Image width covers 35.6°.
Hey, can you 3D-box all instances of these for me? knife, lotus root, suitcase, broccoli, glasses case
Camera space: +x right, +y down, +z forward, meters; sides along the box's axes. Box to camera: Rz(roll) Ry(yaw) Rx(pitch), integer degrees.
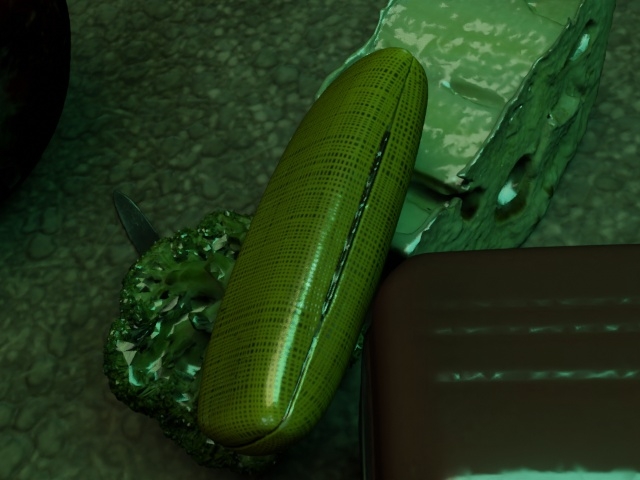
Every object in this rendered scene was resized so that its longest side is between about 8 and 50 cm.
[{"bbox_3d":[-0.115,0.016,0.710,0.023,0.010,0.170,-32,53,-7],"label":"knife"},{"bbox_3d":[0.090,-0.076,0.643,0.119,0.138,0.235,26,68,35],"label":"lotus root"},{"bbox_3d":[0.166,0.119,0.439,0.297,0.161,0.236,-2,47,2],"label":"suitcase"},{"bbox_3d":[-0.050,0.051,0.598,0.146,0.138,0.162,38,57,-5],"label":"broccoli"},{"bbox_3d":[0.000,0.000,0.514,0.079,0.064,0.234,-28,36,54],"label":"glasses case"}]

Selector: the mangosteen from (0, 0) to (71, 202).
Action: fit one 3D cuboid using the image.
[{"bbox_3d":[-0.326,-0.138,0.711,0.311,0.311,0.311,-7,55,10],"label":"mangosteen"}]
